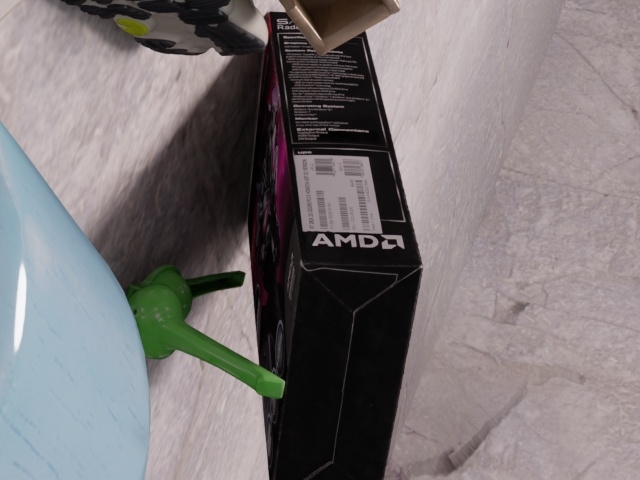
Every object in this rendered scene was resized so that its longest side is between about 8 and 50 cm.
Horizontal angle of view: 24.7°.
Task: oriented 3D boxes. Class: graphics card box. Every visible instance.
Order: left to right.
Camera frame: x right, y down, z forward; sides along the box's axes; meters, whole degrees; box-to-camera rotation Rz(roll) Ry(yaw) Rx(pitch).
[{"bbox_3d":[0.000,0.000,1.179,0.371,0.094,0.232,-100,-165,-52],"label":"graphics card box"}]

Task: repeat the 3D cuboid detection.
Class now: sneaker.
[{"bbox_3d":[-0.099,-0.187,0.883,0.275,0.107,0.110,36,52,-81],"label":"sneaker"}]

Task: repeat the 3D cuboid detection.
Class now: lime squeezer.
[{"bbox_3d":[-0.099,0.051,1.130,0.310,0.110,0.058,-122,-152,-76],"label":"lime squeezer"}]

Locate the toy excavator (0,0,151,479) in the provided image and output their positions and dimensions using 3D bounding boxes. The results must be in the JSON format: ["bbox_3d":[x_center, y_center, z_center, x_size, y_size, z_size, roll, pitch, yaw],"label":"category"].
[{"bbox_3d":[-0.153,-0.029,0.439,0.445,0.433,0.222,-41,159,-11],"label":"toy excavator"}]

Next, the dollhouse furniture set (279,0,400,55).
[{"bbox_3d":[0.021,-0.330,0.810,0.355,0.303,0.173,48,18,-45],"label":"dollhouse furniture set"}]
